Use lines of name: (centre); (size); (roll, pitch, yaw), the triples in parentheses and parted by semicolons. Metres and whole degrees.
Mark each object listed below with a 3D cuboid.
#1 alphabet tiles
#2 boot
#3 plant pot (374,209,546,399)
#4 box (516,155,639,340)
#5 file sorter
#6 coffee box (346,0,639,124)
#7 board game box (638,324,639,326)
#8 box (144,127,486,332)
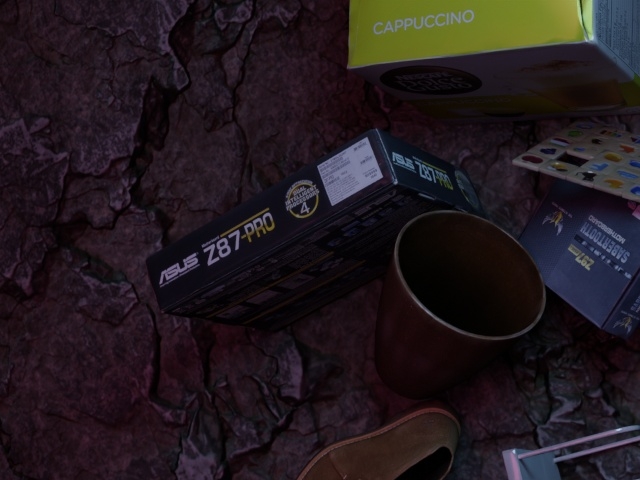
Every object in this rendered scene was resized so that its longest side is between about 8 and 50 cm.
alphabet tiles: (0.405, -0.102, 1.763); (0.237, 0.198, 0.009); (21, 122, 31)
boot: (0.065, 0.342, 1.890); (0.305, 0.115, 0.112); (-36, 110, 20)
plant pot: (0.162, 0.113, 1.834); (0.215, 0.215, 0.230); (55, 142, 25)
box: (0.373, -0.002, 1.772); (0.183, 0.059, 0.233); (-60, 34, 12)
file sorter: (0.368, 0.388, 1.691); (0.173, 0.193, 0.278); (-18, 73, 22)
coffee box: (0.258, -0.362, 1.798); (0.337, 0.334, 0.338); (-2, 80, 29)
board game box: (0.466, 0.018, 1.778); (0.160, 0.047, 0.210); (30, 96, 34)
box: (0.000, 0.000, 1.886); (0.395, 0.318, 0.097); (-30, 67, 23)
